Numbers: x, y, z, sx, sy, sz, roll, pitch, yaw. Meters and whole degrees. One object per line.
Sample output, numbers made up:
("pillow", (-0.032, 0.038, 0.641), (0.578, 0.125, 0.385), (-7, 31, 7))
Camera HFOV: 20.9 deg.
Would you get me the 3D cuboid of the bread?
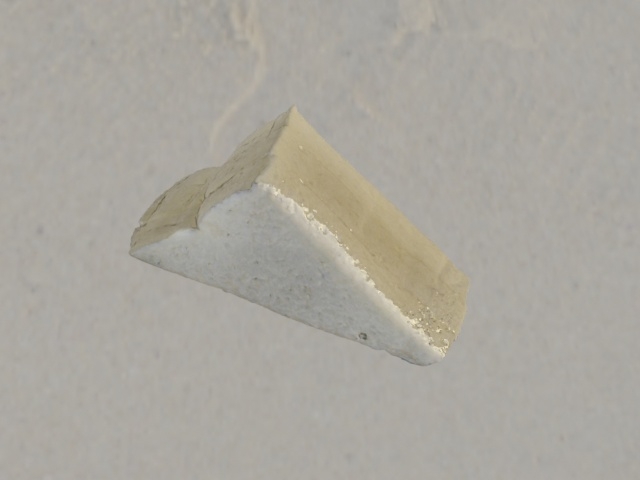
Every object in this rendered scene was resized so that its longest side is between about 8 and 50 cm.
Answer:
("bread", (-0.008, 0.013, 0.924), (0.152, 0.077, 0.105), (46, 131, -15))
